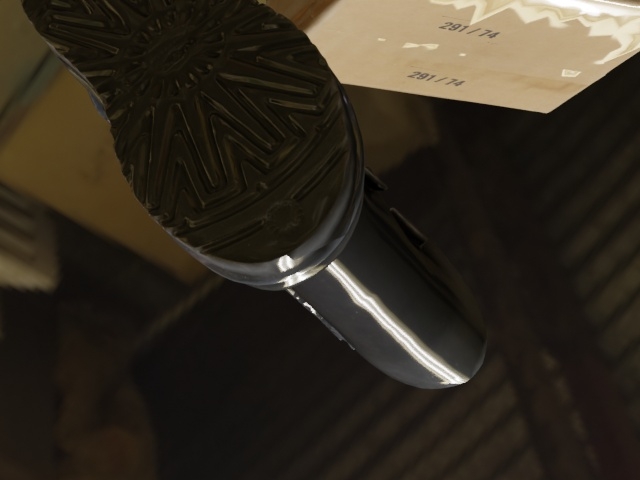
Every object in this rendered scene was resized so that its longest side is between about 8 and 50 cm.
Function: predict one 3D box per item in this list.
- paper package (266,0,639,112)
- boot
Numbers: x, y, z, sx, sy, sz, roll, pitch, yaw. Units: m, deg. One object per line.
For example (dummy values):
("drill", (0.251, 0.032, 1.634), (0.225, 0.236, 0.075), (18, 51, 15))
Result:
("paper package", (0.137, -0.258, 1.840), (0.309, 0.324, 0.168), (145, -53, -64))
("boot", (-0.001, -0.001, 1.402), (0.146, 0.445, 0.367), (-36, -132, 1))
